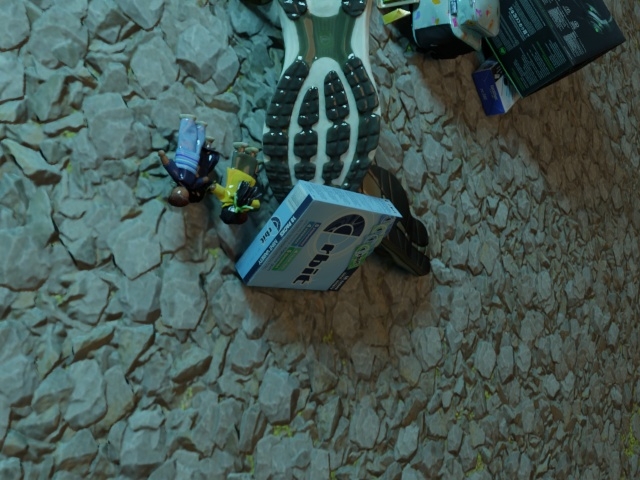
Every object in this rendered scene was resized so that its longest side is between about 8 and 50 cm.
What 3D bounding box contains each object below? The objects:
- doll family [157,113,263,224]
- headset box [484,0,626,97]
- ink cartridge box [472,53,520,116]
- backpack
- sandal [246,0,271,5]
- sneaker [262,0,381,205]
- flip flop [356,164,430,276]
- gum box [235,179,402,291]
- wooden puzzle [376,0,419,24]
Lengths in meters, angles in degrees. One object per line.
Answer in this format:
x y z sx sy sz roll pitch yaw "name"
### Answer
-0.132 -0.075 0.945 0.193 0.076 0.111 22 74 -40 "doll family"
0.460 -0.453 1.537 0.283 0.131 0.246 -30 89 -42 "headset box"
0.388 -0.346 1.570 0.207 0.046 0.097 -46 120 -41 "ink cartridge box"
0.229 -0.428 1.324 0.166 0.144 0.188 -5 83 -59 "backpack"
-0.115 -0.394 1.007 0.180 0.072 0.049 43 34 -32 "sandal"
0.007 -0.235 1.055 0.182 0.158 0.410 -85 180 -81 "sneaker"
0.104 -0.020 1.204 0.277 0.080 0.112 43 50 -55 "flip flop"
0.000 0.000 1.028 0.184 0.157 0.041 8 39 -47 "gum box"
0.128 -0.425 1.272 0.014 0.079 0.116 6 73 -76 "wooden puzzle"
